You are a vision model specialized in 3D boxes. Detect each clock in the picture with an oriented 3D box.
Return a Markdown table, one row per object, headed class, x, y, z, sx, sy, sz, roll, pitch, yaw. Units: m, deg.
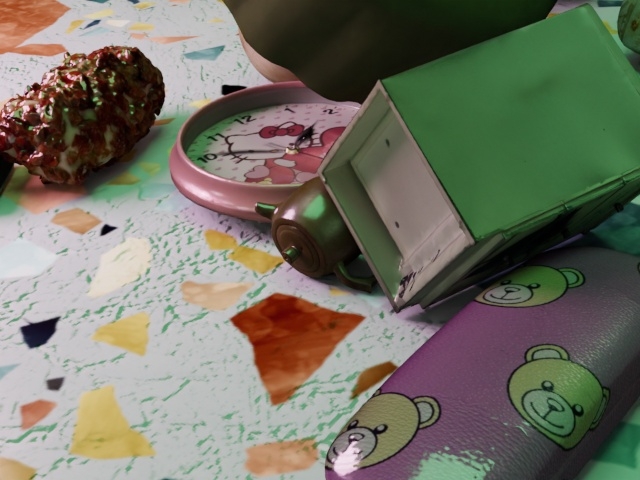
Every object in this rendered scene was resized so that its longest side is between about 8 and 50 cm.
| class | x | y | z | sx | sy | sz | roll | pitch | yaw |
| --- | --- | --- | --- | --- | --- | --- | --- | --- | --- |
| clock | -0.023 | -0.083 | 1.042 | 0.244 | 0.056 | 0.244 | -3 | 33 | 2 |

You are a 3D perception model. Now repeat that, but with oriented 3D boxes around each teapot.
| class | x | y | z | sx | sy | sz | roll | pitch | yaw |
| --- | --- | --- | --- | --- | --- | --- | --- | --- | --- |
| teapot | 0.000 | 0.000 | 0.891 | 0.121 | 0.076 | 0.068 | 41 | 59 | 13 |

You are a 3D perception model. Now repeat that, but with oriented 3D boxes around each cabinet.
| class | x | y | z | sx | sy | sz | roll | pitch | yaw |
| --- | --- | --- | --- | --- | --- | --- | --- | --- | --- |
| cabinet | 0.135 | -0.058 | 0.839 | 0.206 | 0.145 | 0.150 | -23 | 77 | -26 |

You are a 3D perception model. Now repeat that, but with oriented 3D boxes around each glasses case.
| class | x | y | z | sx | sy | sz | roll | pitch | yaw |
| --- | --- | --- | --- | --- | --- | --- | --- | --- | --- |
| glasses case | 0.129 | 0.092 | 0.705 | 0.123 | 0.075 | 0.316 | 20 | 39 | 34 |

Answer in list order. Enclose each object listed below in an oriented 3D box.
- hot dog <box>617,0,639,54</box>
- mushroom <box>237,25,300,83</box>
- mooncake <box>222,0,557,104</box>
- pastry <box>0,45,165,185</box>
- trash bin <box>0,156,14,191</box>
| class | x | y | z | sx | sy | sz | roll | pitch | yaw |
| --- | --- | --- | --- | --- | --- | --- | --- | --- | --- |
| hot dog | 0.411 | -0.225 | 1.135 | 0.075 | 0.144 | 0.268 | 13 | 22 | -23 |
| mushroom | 0.022 | -0.241 | 1.211 | 0.254 | 0.195 | 0.189 | -30 | 5 | -30 |
| mooncake | 0.059 | -0.287 | 1.024 | 0.351 | 0.351 | 0.187 | -35 | 2 | -40 |
| pastry | -0.235 | -0.133 | 1.106 | 0.097 | 0.115 | 0.208 | -13 | 22 | 39 |
| trash bin | -0.381 | -0.072 | 1.079 | 0.130 | 0.059 | 0.116 | -5 | 30 | 3 |
